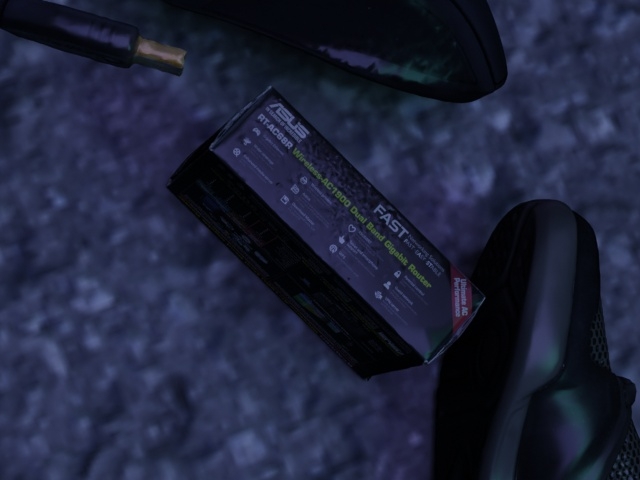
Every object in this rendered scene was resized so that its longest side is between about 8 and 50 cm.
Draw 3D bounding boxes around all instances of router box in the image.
[{"bbox_3d":[0.000,0.000,0.775,0.122,0.092,0.038,45,73,-6],"label":"router box"}]

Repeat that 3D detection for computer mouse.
[{"bbox_3d":[-0.032,-0.110,0.742,0.262,0.184,0.060,20,118,-12],"label":"computer mouse"}]

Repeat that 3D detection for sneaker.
[{"bbox_3d":[0.117,0.099,0.799,0.130,0.087,0.227,4,84,-17],"label":"sneaker"}]
